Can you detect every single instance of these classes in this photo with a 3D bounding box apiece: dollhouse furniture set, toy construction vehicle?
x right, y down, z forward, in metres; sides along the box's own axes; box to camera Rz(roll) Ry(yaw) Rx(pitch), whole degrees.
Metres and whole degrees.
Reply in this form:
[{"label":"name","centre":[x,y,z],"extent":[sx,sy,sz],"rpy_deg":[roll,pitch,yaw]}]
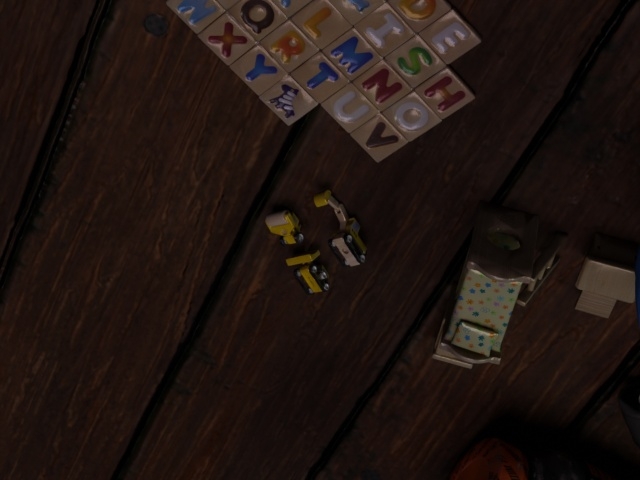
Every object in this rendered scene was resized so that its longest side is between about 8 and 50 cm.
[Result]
[{"label":"dollhouse furniture set","centre":[0.197,0.082,1.316],"extent":[0.161,0.101,0.182],"rpy_deg":[15,130,3]},{"label":"toy construction vehicle","centre":[0.000,0.000,1.352],"extent":[0.086,0.035,0.098],"rpy_deg":[-16,120,38]}]

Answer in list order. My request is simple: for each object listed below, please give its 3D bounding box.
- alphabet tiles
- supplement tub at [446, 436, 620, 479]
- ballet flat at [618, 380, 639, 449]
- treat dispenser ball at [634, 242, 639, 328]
[{"label":"alphabet tiles","centre":[0.014,-0.175,1.222],"extent":[0.198,0.009,0.237],"rpy_deg":[-33,113,33]},{"label":"supplement tub","centre":[0.281,0.347,1.436],"extent":[0.338,0.207,0.207],"rpy_deg":[29,129,-8]},{"label":"ballet flat","centre":[0.391,0.121,1.307],"extent":[0.280,0.095,0.096],"rpy_deg":[-34,102,33]},{"label":"treat dispenser ball","centre":[0.393,0.038,1.111],"extent":[0.288,0.288,0.288],"rpy_deg":[7,129,9]}]
